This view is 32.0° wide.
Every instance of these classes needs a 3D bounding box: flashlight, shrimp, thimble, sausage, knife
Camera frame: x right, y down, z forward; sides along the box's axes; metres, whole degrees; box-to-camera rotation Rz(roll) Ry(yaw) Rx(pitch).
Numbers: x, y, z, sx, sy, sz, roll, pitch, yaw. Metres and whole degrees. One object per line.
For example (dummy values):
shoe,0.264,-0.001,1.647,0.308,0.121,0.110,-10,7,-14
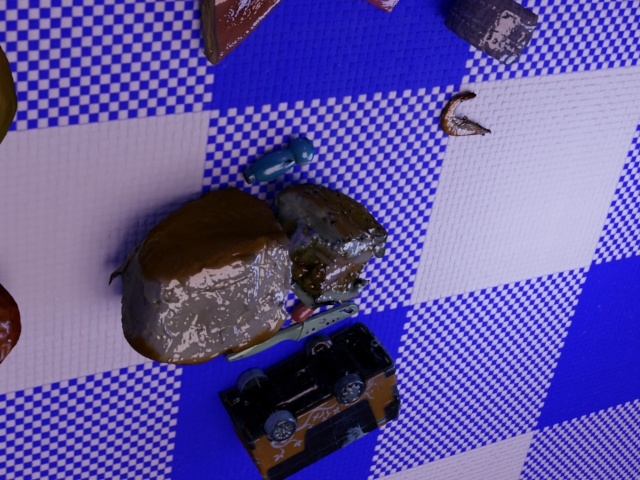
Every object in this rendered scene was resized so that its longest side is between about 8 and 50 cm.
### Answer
flashlight,-0.070,-0.134,1.885,0.129,0.051,0.051,-23,133,-10
shrimp,0.278,-0.228,2.069,0.127,0.025,0.091,13,112,-37
thimble,0.290,-0.370,1.884,0.150,0.150,0.098,16,112,-41
sausage,0.034,0.070,2.120,0.253,0.034,0.034,-45,136,1
knife,-0.051,0.178,2.151,0.293,0.020,0.043,-22,130,-21

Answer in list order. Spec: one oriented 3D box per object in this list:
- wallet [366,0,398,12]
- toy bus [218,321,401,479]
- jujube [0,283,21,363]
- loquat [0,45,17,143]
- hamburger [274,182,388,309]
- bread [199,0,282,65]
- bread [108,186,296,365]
wallet,0.062,-0.450,1.750,0.232,0.025,0.119,19,109,-42
toy bus,-0.012,0.319,2.187,0.323,0.162,0.194,-26,134,-14
jujube,-0.572,0.139,1.654,0.250,0.174,0.174,-16,130,-29
loquat,-0.523,-0.203,1.377,0.284,0.276,0.276,7,119,-57
hamburger,0.000,0.000,1.946,0.168,0.192,0.288,-49,166,15
bread,-0.121,-0.360,1.661,0.192,0.067,0.119,-42,143,1
bread,-0.196,0.067,1.817,0.279,0.250,0.225,-15,123,-18
